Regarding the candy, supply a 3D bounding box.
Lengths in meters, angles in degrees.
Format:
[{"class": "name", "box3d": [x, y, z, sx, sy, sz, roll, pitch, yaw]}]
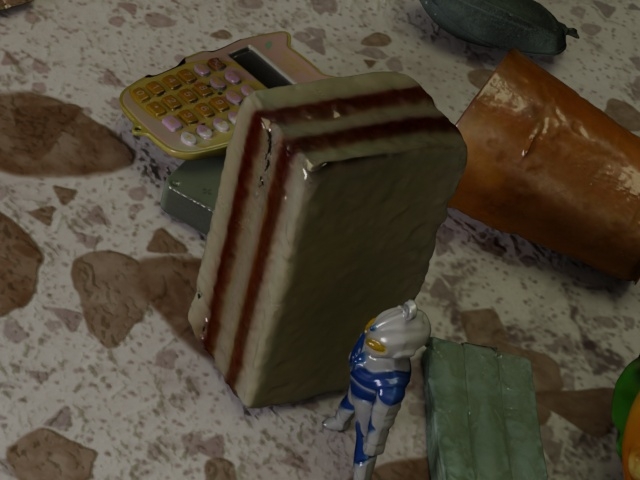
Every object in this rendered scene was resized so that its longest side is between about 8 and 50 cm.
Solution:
[{"class": "candy", "box3d": [0.000, 0.000, 1.595, 0.179, 0.320, 0.135, -16, 50, -29]}]

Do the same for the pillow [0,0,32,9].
[{"class": "pillow", "box3d": [-0.421, -0.276, 1.912, 0.211, 0.034, 0.135, -24, 55, -40]}]

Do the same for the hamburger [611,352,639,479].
[{"class": "hamburger", "box3d": [0.473, 0.162, 1.573, 0.396, 0.395, 0.277, 23, 41, 1]}]

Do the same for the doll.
[{"class": "doll", "box3d": [0.047, 0.121, 1.553, 0.057, 0.227, 0.114, 7, 45, -16]}]

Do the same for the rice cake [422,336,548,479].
[{"class": "rice cake", "box3d": [0.159, 0.180, 1.679, 0.124, 0.038, 0.211, 15, 42, -9]}]

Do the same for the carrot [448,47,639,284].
[{"class": "carrot", "box3d": [0.257, -0.063, 1.873, 0.254, 0.196, 0.196, 31, 43, 4]}]

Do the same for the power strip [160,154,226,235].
[{"class": "power strip", "box3d": [-0.102, -0.098, 1.841, 0.145, 0.061, 0.215, 27, 41, 12]}]

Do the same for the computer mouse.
[{"class": "computer mouse", "box3d": [0.207, -0.269, 2.144, 0.229, 0.068, 0.113, 21, 28, -17]}]

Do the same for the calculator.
[{"class": "calculator", "box3d": [-0.097, -0.148, 1.844, 0.237, 0.033, 0.157, -23, 48, -30]}]
